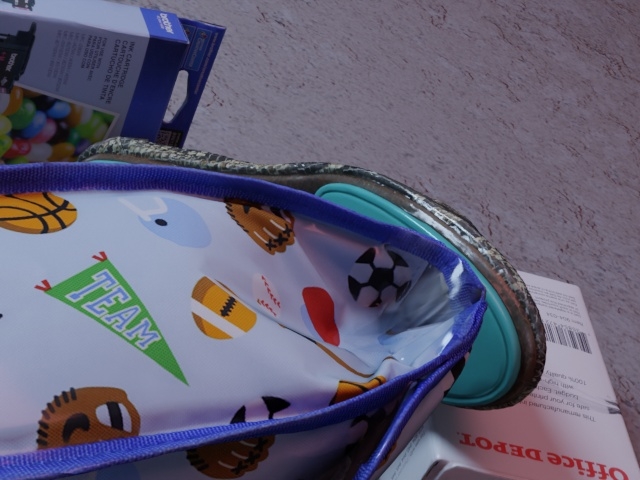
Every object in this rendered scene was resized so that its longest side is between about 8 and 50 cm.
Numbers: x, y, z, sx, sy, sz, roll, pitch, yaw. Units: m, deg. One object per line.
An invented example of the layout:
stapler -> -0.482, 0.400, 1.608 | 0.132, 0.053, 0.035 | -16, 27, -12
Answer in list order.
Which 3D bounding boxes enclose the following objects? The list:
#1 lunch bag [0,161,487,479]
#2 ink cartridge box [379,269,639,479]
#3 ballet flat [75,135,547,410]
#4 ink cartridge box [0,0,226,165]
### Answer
lunch bag -> -0.115, 0.133, 0.711 | 0.385, 0.328, 0.239 | -2, 50, -35
ink cartridge box -> 0.153, 0.146, 1.047 | 0.198, 0.115, 0.273 | 15, 37, -15
ballet flat -> 0.000, 0.000, 1.008 | 0.482, 0.164, 0.182 | 17, 20, 31
ink cartridge box -> -0.249, -0.136, 1.089 | 0.311, 0.186, 0.065 | 3, 38, -30
